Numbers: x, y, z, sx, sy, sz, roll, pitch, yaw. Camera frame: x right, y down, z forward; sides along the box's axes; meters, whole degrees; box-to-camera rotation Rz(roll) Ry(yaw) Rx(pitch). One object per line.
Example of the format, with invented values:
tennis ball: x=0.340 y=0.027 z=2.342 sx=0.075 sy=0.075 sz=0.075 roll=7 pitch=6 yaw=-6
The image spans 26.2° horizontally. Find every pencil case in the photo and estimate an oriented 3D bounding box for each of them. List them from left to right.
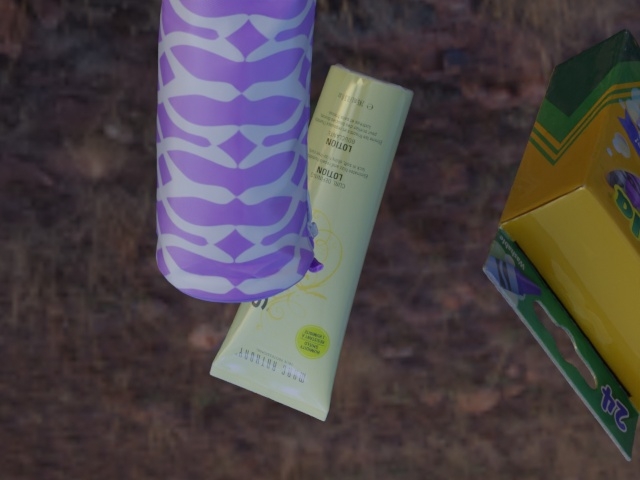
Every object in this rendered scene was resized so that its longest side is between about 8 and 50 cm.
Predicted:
pencil case: x=-0.035 y=-0.067 z=0.665 sx=0.088 sy=0.086 sz=0.206 roll=-3 pitch=120 yaw=-12

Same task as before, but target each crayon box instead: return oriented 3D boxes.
crayon box: x=0.249 y=-0.008 z=1.109 sx=0.083 sy=0.323 sz=0.203 roll=-27 pitch=111 yaw=34

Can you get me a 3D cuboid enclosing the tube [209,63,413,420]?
tube: x=0.000 y=0.000 z=0.960 sx=0.062 sy=0.240 sz=0.070 roll=14 pitch=-170 yaw=-33
